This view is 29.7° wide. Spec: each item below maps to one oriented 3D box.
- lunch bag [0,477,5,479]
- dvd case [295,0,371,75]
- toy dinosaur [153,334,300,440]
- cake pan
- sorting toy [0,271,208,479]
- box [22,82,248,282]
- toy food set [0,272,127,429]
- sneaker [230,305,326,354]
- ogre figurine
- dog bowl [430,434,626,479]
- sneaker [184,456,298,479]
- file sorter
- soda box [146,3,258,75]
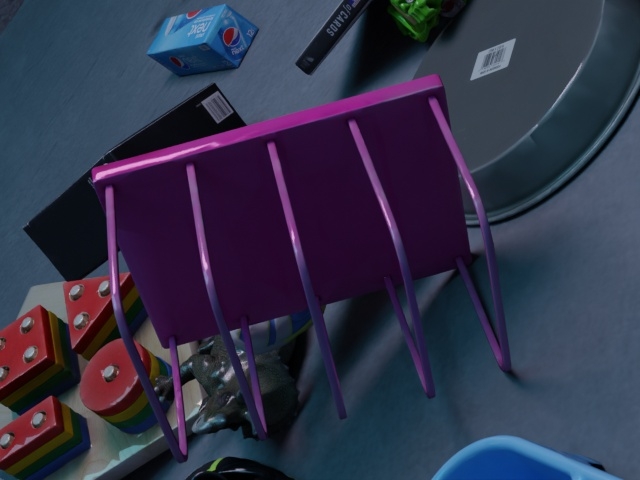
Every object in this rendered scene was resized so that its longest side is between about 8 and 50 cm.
[{"bbox_3d":[-0.330,0.359,1.127,0.385,0.328,0.239,-42,33,27],"label":"lunch bag"},{"bbox_3d":[0.071,-0.309,1.381,0.239,0.029,0.179,-46,7,48],"label":"dvd case"},{"bbox_3d":[-0.077,0.100,1.249,0.160,0.121,0.313,-20,40,31],"label":"toy dinosaur"},{"bbox_3d":[0.181,-0.153,1.141,0.293,0.054,0.293,-38,33,31],"label":"cake pan"},{"bbox_3d":[-0.269,0.151,1.385,0.255,0.089,0.257,-33,44,12],"label":"sorting toy"},{"bbox_3d":[-0.221,-0.074,1.515,0.184,0.103,0.261,-32,8,34],"label":"box"},{"bbox_3d":[-0.321,0.167,1.569,0.306,0.092,0.220,-8,54,43],"label":"toy food set"},{"bbox_3d":[0.000,0.000,1.136,0.240,0.091,0.126,-49,-4,-28],"label":"sneaker"},{"bbox_3d":[0.133,-0.272,1.291,0.118,0.197,0.097,-43,74,2],"label":"ogre figurine"},{"bbox_3d":[0.161,0.218,0.774,0.297,0.074,0.166,14,73,59],"label":"dog bowl"},{"bbox_3d":[-0.084,0.229,1.112,0.234,0.097,0.084,-8,54,54],"label":"sneaker"},{"bbox_3d":[-0.009,0.032,0.967,0.290,0.202,0.182,-15,41,0],"label":"file sorter"},{"bbox_3d":[-0.182,-0.302,1.831,0.210,0.067,0.071,6,66,58],"label":"soda box"}]
